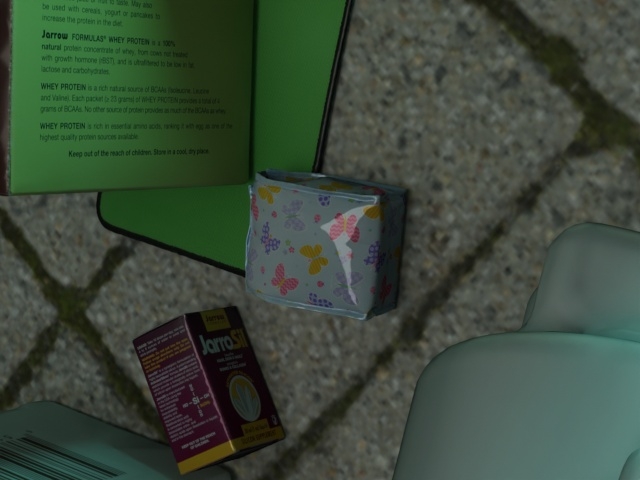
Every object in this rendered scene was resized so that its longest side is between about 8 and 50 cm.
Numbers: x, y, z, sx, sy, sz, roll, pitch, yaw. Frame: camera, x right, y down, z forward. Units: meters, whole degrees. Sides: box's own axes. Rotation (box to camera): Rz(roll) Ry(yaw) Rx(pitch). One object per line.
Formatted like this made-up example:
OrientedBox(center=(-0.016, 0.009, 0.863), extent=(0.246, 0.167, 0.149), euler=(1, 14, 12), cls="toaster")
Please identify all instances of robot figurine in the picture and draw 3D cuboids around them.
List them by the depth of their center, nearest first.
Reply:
OrientedBox(center=(0.114, 0.174, 0.689), extent=(0.200, 0.300, 0.353), euler=(13, 71, 9), cls="robot figurine")

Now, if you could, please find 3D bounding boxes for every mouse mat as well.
OrientedBox(center=(-0.059, -0.080, 0.940), extent=(0.153, 0.007, 0.189), euler=(18, 102, 30), cls="mouse mat")

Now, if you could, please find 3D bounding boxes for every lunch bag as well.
OrientedBox(center=(0.000, 0.000, 0.883), extent=(0.083, 0.053, 0.071), euler=(8, 101, 22), cls="lunch bag")

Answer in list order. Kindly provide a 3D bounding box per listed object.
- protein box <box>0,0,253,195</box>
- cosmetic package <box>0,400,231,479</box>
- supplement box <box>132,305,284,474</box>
OrientedBox(center=(-0.145, -0.130, 0.868), extent=(0.136, 0.200, 0.201), euler=(5, 96, 32), cls="protein box")
OrientedBox(center=(-0.208, 0.341, 0.940), extent=(0.162, 0.230, 0.453), euler=(15, 101, 31), cls="cosmetic package")
OrientedBox(center=(-0.063, 0.084, 0.928), extent=(0.043, 0.055, 0.083), euler=(-27, 80, 30), cls="supplement box")
